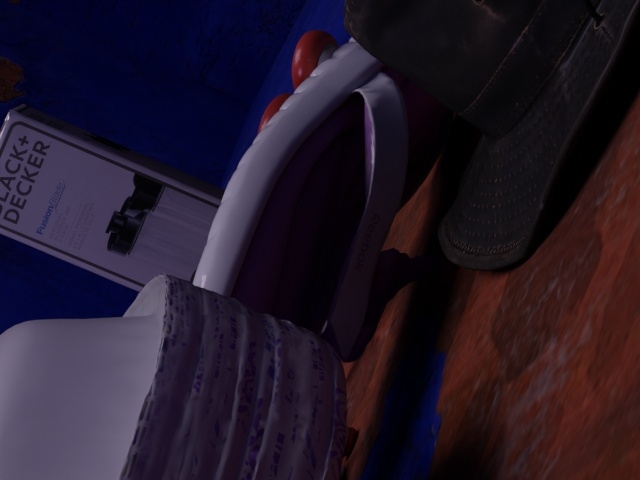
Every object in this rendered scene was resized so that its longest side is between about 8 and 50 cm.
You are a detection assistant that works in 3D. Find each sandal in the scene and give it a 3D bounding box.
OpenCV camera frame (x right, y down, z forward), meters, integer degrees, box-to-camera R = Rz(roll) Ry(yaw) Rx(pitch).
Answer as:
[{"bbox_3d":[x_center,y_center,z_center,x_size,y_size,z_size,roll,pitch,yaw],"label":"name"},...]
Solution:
[{"bbox_3d":[0.026,-0.017,1.139,0.416,0.102,0.169,-60,-27,-43],"label":"sandal"}]

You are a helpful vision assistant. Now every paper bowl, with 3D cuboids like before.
[{"bbox_3d":[-0.111,0.150,0.855,0.284,0.148,0.284,-158,90,-78],"label":"paper bowl"}]

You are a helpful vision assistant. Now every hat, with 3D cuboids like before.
[{"bbox_3d":[0.094,-0.154,0.984,0.331,0.134,0.331,-157,90,-82],"label":"hat"}]

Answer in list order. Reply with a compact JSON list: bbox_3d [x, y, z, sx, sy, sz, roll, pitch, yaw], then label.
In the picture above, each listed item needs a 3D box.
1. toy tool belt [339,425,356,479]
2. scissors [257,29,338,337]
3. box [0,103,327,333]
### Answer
[{"bbox_3d":[-0.014,0.144,1.168,0.052,0.051,0.083,131,162,-68],"label":"toy tool belt"},{"bbox_3d":[0.000,0.000,1.254,0.297,0.021,0.109,81,-153,-42],"label":"scissors"},{"bbox_3d":[-0.115,-0.007,1.443,0.169,0.290,0.087,-129,62,-83],"label":"box"}]
